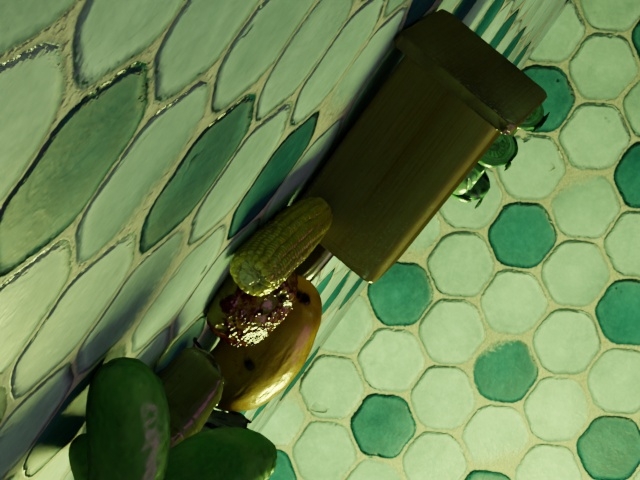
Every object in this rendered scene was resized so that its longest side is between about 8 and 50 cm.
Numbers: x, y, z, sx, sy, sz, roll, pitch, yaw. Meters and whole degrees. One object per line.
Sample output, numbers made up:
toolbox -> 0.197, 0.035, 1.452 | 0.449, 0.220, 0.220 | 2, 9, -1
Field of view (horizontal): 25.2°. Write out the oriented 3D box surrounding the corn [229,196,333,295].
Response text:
corn -> -0.046, 0.003, 1.777 | 0.203, 0.072, 0.072 | -46, 169, -53

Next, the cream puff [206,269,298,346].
cream puff -> -0.083, 0.078, 1.844 | 0.149, 0.084, 0.149 | -54, 172, -11

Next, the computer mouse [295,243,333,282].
computer mouse -> 0.000, 0.000, 2.092 | 0.126, 0.056, 0.245 | -52, -177, 9

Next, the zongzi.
zongzi -> -0.204, 0.236, 1.779 | 0.205, 0.094, 0.204 | -50, 176, -30

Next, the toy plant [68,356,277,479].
toy plant -> -0.199, 0.332, 1.530 | 0.317, 0.210, 0.356 | 42, 55, -49

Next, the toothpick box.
toothpick box -> 0.117, -0.116, 1.874 | 0.308, 0.187, 0.190 | -53, 175, 26

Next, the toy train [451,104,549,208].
toy train -> 0.226, -0.178, 2.204 | 0.243, 0.188, 0.132 | -47, 175, -37

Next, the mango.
mango -> -0.083, 0.149, 2.000 | 0.262, 0.109, 0.157 | -51, -144, 38

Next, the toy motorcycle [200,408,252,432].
toy motorcycle -> -0.166, 0.265, 1.932 | 0.270, 0.159, 0.106 | 55, 57, -87
